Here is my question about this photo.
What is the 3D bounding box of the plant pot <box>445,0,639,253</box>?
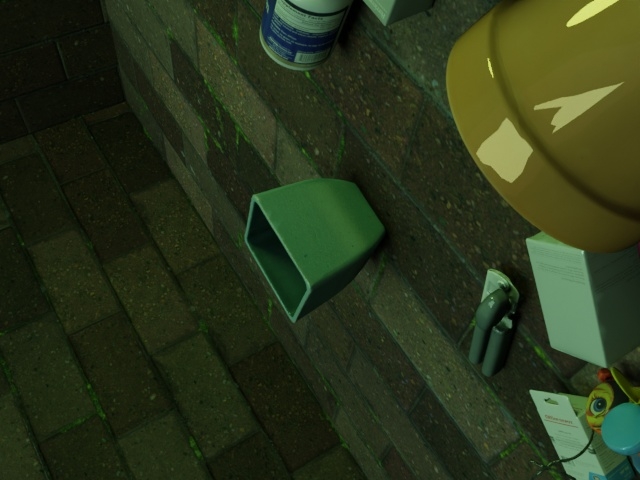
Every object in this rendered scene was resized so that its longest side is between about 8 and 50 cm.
[{"bbox_3d":[0.297,-0.158,0.621,0.290,0.291,0.203,60,143,10],"label":"plant pot"}]

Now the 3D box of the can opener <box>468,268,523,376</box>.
[{"bbox_3d":[0.309,0.159,1.192,0.074,0.093,0.280,47,158,36],"label":"can opener"}]

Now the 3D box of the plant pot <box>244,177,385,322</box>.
[{"bbox_3d":[0.000,0.000,1.495,0.247,0.252,0.247,58,158,16],"label":"plant pot"}]

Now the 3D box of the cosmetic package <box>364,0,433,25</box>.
[{"bbox_3d":[0.123,-0.440,0.915,0.127,0.107,0.238,54,154,17],"label":"cosmetic package"}]

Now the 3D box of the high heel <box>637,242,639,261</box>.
[{"bbox_3d":[0.465,0.050,0.621,0.181,0.127,0.377,54,163,-4],"label":"high heel"}]

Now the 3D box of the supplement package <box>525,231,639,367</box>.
[{"bbox_3d":[0.375,0.065,0.896,0.105,0.105,0.179,17,129,62],"label":"supplement package"}]

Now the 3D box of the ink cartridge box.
[{"bbox_3d":[0.441,0.324,1.097,0.180,0.060,0.104,65,160,-3],"label":"ink cartridge box"}]

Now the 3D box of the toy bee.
[{"bbox_3d":[0.432,0.237,0.898,0.299,0.162,0.195,-10,131,31],"label":"toy bee"}]

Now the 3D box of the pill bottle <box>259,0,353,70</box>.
[{"bbox_3d":[-0.018,-0.443,1.173,0.153,0.153,0.264,60,158,11],"label":"pill bottle"}]
